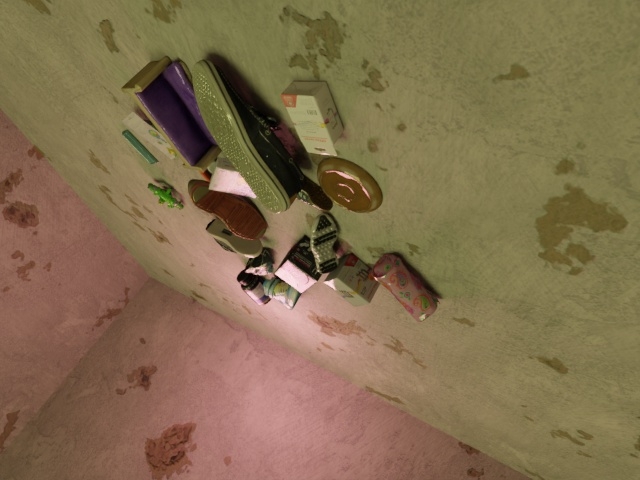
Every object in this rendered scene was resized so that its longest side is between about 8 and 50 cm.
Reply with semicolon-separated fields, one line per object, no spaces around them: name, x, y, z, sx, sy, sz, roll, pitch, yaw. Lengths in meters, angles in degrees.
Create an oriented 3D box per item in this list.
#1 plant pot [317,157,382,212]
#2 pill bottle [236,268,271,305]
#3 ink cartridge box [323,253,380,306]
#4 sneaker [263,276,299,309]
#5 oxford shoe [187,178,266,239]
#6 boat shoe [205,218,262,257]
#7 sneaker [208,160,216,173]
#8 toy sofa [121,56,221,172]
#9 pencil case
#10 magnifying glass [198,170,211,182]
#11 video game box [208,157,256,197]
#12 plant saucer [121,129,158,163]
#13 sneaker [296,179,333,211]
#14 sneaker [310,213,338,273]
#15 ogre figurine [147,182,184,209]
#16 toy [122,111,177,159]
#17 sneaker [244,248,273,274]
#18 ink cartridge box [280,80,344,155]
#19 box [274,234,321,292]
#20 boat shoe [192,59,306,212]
plant pot;0.085;-0.164;1.488;0.236;0.032;0.236;26;153;14
pill bottle;-0.375;0.263;2.671;0.122;0.123;0.219;4;141;46
ink cartridge box;0.133;0.163;1.891;0.176;0.128;0.127;39;154;-12
sneaker;-0.204;0.255;2.455;0.208;0.127;0.319;31;154;2
oxford shoe;-0.387;-0.143;1.984;0.397;0.140;0.146;40;-177;-38
boat shoe;-0.393;0.012;2.278;0.340;0.127;0.158;29;162;29
sneaker;-0.399;-0.267;1.871;0.065;0.061;0.158;47;170;48
toy sofa;-0.462;-0.409;1.565;0.177;0.150;0.363;13;148;38
pencil case;0.314;0.173;1.718;0.284;0.124;0.124;43;153;-21
magnifying glass;-0.448;-0.224;2.018;0.092;0.026;0.231;10;145;40
video game box;-0.303;-0.226;1.727;0.187;0.048;0.205;12;160;-18
plant saucer;-0.816;-0.418;2.121;0.067;0.018;0.192;2;139;48
sneaker;-0.045;-0.161;1.618;0.192;0.064;0.086;36;162;-4
sneaker;0.000;0.000;1.798;0.292;0.110;0.118;88;159;-47
ogre figurine;-0.771;-0.221;2.333;0.197;0.096;0.118;56;168;-11
toy;-0.655;-0.427;1.870;0.237;0.056;0.136;42;150;-28
sneaker;-0.281;0.115;2.360;0.122;0.110;0.283;23;161;-20
ink cartridge box;-0.013;-0.328;1.273;0.115;0.067;0.198;15;147;35
box;-0.078;0.108;2.027;0.163;0.142;0.247;36;154;-5
boat shoe;-0.212;-0.321;1.432;0.186;0.156;0.500;-2;126;58
